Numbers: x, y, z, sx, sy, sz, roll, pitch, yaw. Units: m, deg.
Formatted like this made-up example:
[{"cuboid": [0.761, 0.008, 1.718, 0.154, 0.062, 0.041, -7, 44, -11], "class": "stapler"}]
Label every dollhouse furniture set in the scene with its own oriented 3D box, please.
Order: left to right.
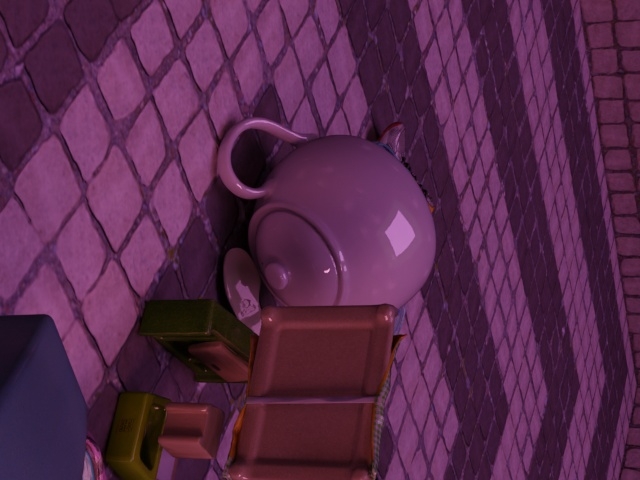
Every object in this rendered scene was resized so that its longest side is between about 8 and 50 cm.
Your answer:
[{"cuboid": [-0.044, 0.177, 1.367, 0.151, 0.302, 0.197, 50, 44, -53], "class": "dollhouse furniture set"}]

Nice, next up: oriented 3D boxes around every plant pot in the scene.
[{"cuboid": [-0.279, 0.170, 1.010, 0.234, 0.166, 0.165, -69, 151, -54], "class": "plant pot"}]

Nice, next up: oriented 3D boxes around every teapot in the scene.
[{"cuboid": [0.000, 0.000, 1.585, 0.187, 0.256, 0.252, -30, 138, -39], "class": "teapot"}]

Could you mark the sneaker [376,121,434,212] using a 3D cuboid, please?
[{"cuboid": [0.133, -0.075, 2.024, 0.088, 0.093, 0.225, -44, 130, -59], "class": "sneaker"}]

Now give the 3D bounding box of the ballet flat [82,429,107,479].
[{"cuboid": [-0.227, 0.281, 1.256, 0.079, 0.077, 0.221, -67, 155, -80], "class": "ballet flat"}]

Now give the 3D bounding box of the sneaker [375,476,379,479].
[{"cuboid": [0.026, 0.426, 1.801, 0.262, 0.104, 0.125, -42, 132, -59], "class": "sneaker"}]

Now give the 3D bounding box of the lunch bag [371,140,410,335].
[{"cuboid": [0.060, 0.000, 1.841, 0.224, 0.108, 0.279, 36, 59, -62], "class": "lunch bag"}]

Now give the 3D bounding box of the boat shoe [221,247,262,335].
[{"cuboid": [-0.094, 0.073, 1.580, 0.049, 0.042, 0.133, -22, 102, -26], "class": "boat shoe"}]
